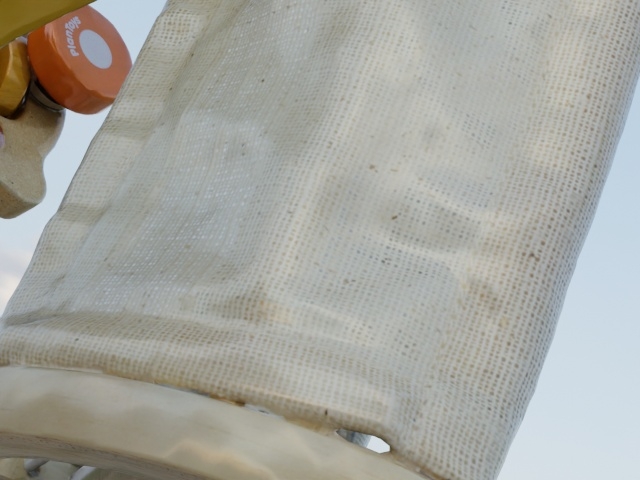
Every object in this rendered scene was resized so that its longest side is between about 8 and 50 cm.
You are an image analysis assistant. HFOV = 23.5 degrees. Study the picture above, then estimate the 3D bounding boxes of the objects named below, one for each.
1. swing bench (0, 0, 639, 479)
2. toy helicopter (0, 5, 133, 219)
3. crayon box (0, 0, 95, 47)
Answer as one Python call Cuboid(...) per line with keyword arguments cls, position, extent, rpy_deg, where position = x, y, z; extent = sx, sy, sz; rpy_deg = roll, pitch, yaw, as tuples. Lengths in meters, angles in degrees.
Cuboid(cls="swing bench", position=(0.000, 0.000, 0.504), extent=(0.165, 0.253, 0.255), rpy_deg=(20, -28, 7))
Cuboid(cls="toy helicopter", position=(-0.284, -0.085, 1.032), extent=(0.140, 0.355, 0.235), rpy_deg=(-27, -60, 32))
Cuboid(cls="crayon box", position=(-0.200, -0.123, 0.240), extent=(0.202, 0.081, 0.318), rpy_deg=(-24, -44, 11))
